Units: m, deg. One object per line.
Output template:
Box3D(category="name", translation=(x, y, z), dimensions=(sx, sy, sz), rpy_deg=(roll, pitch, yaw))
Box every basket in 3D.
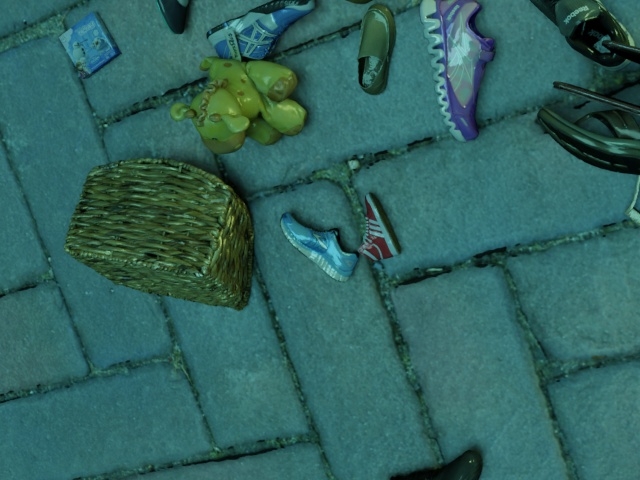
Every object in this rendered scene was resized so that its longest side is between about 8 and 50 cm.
Box3D(category="basket", translation=(-0.273, -0.019, 1.757), dimensions=(0.299, 0.223, 0.213), rpy_deg=(9, 73, 19))

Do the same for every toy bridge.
Box3D(category="toy bridge", translation=(0.528, -0.111, 1.461), dimensions=(0.063, 0.026, 0.188), rpy_deg=(40, 113, 8))

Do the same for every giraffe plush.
Box3D(category="giraffe plush", translation=(-0.144, -0.216, 1.579), dimensions=(0.181, 0.170, 0.210), rpy_deg=(-14, 121, 36))

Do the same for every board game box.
Box3D(category="board game box", translation=(-0.425, -0.359, 1.766), dimensions=(0.090, 0.020, 0.090), rpy_deg=(-29, 91, 25))

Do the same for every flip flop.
Box3D(category="flip flop", translation=(0.458, -0.151, 1.429), dimensions=(0.277, 0.112, 0.080), rpy_deg=(20, 84, 30))

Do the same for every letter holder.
Box3D(category="letter holder", translation=(0.462, -0.239, 1.299), dimensions=(0.214, 0.302, 0.152), rpy_deg=(22, 104, 27))

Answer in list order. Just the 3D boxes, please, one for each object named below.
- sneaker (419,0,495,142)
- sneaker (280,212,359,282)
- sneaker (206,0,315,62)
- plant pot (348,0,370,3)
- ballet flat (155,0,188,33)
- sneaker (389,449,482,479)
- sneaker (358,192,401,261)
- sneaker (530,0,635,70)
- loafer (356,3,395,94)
Box3D(category="sneaker", translation=(0.227, -0.274, 1.503), dimensions=(0.104, 0.095, 0.236), rpy_deg=(-10, 99, 15))
Box3D(category="sneaker", translation=(0.000, 0.000, 1.684), dimensions=(0.162, 0.063, 0.073), rpy_deg=(39, 96, 3))
Box3D(category="sneaker", translation=(-0.091, -0.355, 1.615), dimensions=(0.211, 0.080, 0.081), rpy_deg=(-17, 103, 34))
Box3D(category="plant pot", translation=(0.097, -0.488, 1.438), dimensions=(0.237, 0.237, 0.254), rpy_deg=(46, 128, 5))
Box3D(category="ballet flat", translation=(-0.266, -0.460, 1.654), dimensions=(0.074, 0.074, 0.203), rpy_deg=(-22, 93, 24))
Box3D(category="sneaker", translation=(0.172, 0.460, 1.705), dimensions=(0.130, 0.109, 0.286), rpy_deg=(44, 112, 12))
Box3D(category="sneaker", translation=(0.085, -0.019, 1.646), dimensions=(0.067, 0.042, 0.118), rpy_deg=(-22, 97, 21))
Box3D(category="sneaker", translation=(0.372, -0.344, 1.417), dimensions=(0.234, 0.106, 0.078), rpy_deg=(48, 114, 4))
Box3D(category="loafer", translation=(0.089, -0.310, 1.565), dimensions=(0.056, 0.050, 0.148), rpy_deg=(6, 105, 20))
